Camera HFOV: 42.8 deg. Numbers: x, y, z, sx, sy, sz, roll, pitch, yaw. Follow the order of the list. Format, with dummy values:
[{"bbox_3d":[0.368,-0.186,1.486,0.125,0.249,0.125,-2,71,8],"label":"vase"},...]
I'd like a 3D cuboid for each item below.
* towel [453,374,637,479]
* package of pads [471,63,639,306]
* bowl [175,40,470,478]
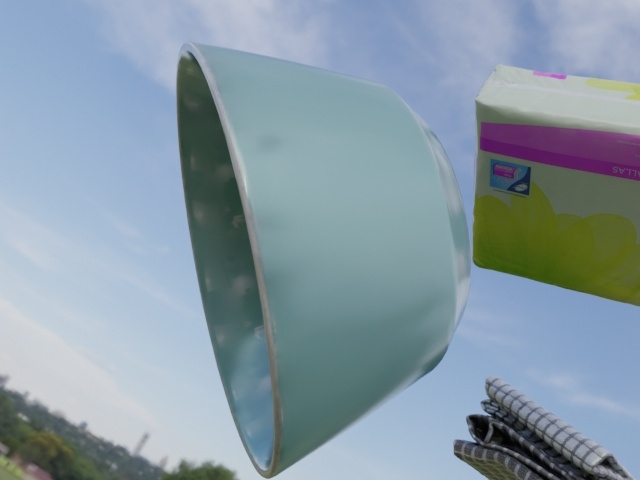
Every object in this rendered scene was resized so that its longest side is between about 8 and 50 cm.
[{"bbox_3d":[0.330,0.332,1.088,0.283,0.121,0.235,43,-7,-34],"label":"towel"},{"bbox_3d":[0.306,-0.043,0.839,0.296,0.101,0.229,14,-46,24],"label":"package of pads"},{"bbox_3d":[0.000,0.000,0.609,0.311,0.163,0.312,169,-90,-75],"label":"bowl"}]
